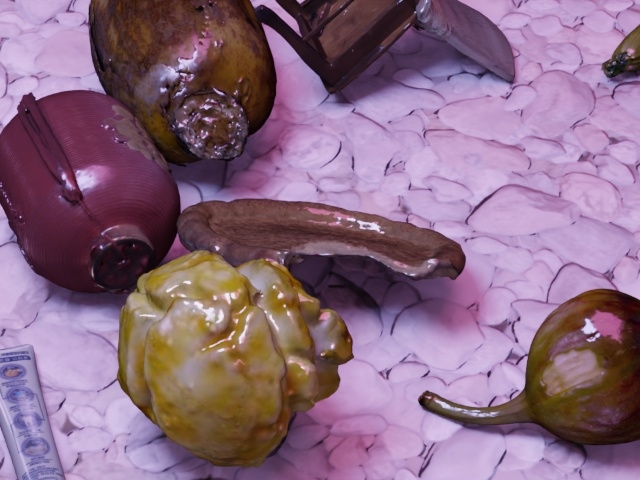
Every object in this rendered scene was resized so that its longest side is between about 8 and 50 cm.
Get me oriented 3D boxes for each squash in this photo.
[{"bbox_3d":[0.403,-0.249,1.912,0.052,0.052,0.183,27,48,25],"label":"squash"}]

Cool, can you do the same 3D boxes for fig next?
[{"bbox_3d":[0.210,0.137,1.469,0.245,0.149,0.149,-20,42,14],"label":"fig"}]

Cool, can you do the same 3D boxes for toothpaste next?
[{"bbox_3d":[-0.274,0.178,1.465,0.062,0.039,0.239,-11,43,-18],"label":"toothpaste"}]

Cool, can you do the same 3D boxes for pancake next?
[{"bbox_3d":[0.000,0.000,1.566,0.288,0.033,0.286,12,11,16],"label":"pancake"}]

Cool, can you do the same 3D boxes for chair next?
[{"bbox_3d":[0.065,-0.267,1.857,0.186,0.319,0.160,-40,41,14],"label":"chair"}]

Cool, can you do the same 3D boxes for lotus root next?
[{"bbox_3d":[-0.159,-0.220,1.785,0.196,0.179,0.397,-39,39,12],"label":"lotus root"}]

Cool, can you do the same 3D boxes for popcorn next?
[{"bbox_3d":[-0.088,0.105,1.408,0.183,0.221,0.204,-42,97,-22],"label":"popcorn"}]

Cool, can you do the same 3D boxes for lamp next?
[{"bbox_3d":[-0.246,-0.058,1.613,0.180,0.180,0.258,-18,47,-19],"label":"lamp"}]
